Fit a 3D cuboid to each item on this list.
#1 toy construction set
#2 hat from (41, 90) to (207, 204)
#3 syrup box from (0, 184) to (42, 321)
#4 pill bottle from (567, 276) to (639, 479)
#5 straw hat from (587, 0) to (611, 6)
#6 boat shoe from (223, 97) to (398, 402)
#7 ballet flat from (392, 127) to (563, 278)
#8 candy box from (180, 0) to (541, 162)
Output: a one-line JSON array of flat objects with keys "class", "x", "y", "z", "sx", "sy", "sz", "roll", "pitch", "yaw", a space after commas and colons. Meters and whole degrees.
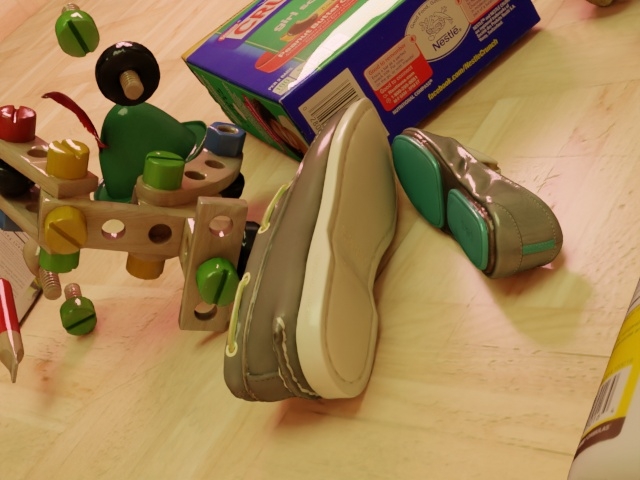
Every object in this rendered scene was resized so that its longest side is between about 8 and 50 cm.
[{"class": "toy construction set", "x": -0.185, "y": 0.010, "z": 0.839, "sx": 0.309, "sy": 0.257, "sz": 0.237, "roll": -50, "pitch": 38, "yaw": 15}, {"class": "hat", "x": -0.255, "y": -0.160, "z": 1.165, "sx": 0.173, "sy": 0.184, "sz": 0.208, "roll": -46, "pitch": 30, "yaw": -20}, {"class": "syrup box", "x": -0.376, "y": 0.011, "z": 1.130, "sx": 0.093, "sy": 0.096, "sz": 0.237, "roll": -20, "pitch": 33, "yaw": 30}, {"class": "pill bottle", "x": 0.198, "y": 0.052, "z": 0.432, "sx": 0.117, "sy": 0.117, "sz": 0.215, "roll": -5, "pitch": 41, "yaw": 43}, {"class": "straw hat", "x": 0.257, "y": -0.251, "z": 0.876, "sx": 0.144, "sy": 0.144, "sz": 0.061, "roll": 13, "pitch": 92, "yaw": 54}, {"class": "boat shoe", "x": -0.002, "y": -0.003, "z": 0.739, "sx": 0.091, "sy": 0.109, "sz": 0.305, "roll": -14, "pitch": 38, "yaw": 25}, {"class": "ballet flat", "x": 0.117, "y": -0.033, "z": 0.719, "sx": 0.068, "sy": 0.072, "sz": 0.213, "roll": -10, "pitch": 27, "yaw": -11}, {"class": "candy box", "x": 0.027, "y": -0.215, "z": 1.011, "sx": 0.268, "sy": 0.122, "sz": 0.317, "roll": -40, "pitch": 28, "yaw": -8}]
